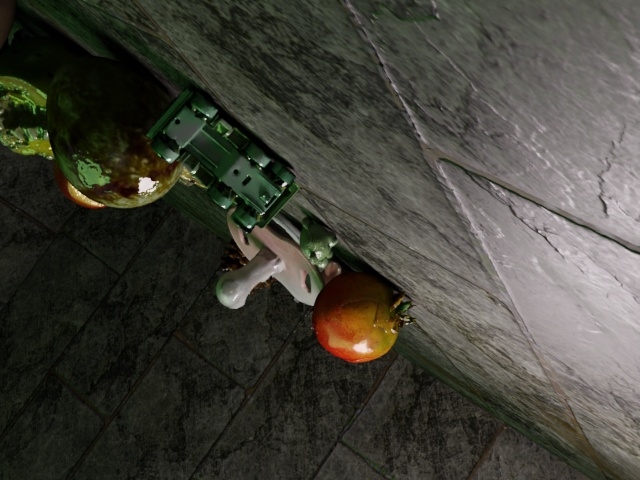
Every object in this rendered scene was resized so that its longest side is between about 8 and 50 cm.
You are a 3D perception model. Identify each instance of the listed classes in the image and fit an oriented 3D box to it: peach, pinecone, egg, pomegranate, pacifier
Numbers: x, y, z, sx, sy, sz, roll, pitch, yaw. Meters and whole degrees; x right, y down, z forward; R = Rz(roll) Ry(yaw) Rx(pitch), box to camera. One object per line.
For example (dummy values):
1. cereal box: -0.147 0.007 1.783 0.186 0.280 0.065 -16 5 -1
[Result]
1. peach: -0.509 -0.167 1.968 0.192 0.190 0.190 -2 147 45
2. pinecone: -0.196 0.058 2.463 0.185 0.212 0.168 48 169 -16
3. egg: -0.368 -0.195 1.539 0.238 0.238 0.289 27 151 50
4. pomegranate: -0.543 -0.293 1.793 0.340 0.261 0.260 4 165 11
5. pomegranate: 0.095 0.170 1.943 0.235 0.210 0.210 -14 151 18
6. pacifier: -0.125 0.050 2.081 0.332 0.273 0.220 37 -171 24

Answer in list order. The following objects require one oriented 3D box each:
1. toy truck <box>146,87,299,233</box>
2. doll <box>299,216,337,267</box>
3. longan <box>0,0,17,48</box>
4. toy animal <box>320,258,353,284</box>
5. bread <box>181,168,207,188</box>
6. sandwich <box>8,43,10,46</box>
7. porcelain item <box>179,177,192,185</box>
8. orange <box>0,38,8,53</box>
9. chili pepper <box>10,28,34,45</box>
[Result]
1. toy truck: -0.172 -0.140 1.450 0.259 0.128 0.135 39 -175 -31
2. doll: 0.000 0.000 1.810 0.150 0.077 0.115 12 -120 -82
3. longan: -0.640 -0.394 1.378 0.297 0.297 0.297 35 173 5
4. toy animal: 0.088 0.166 2.139 0.248 0.149 0.165 42 164 5
5. bread: -0.370 -0.194 2.106 0.226 0.049 0.088 25 -176 -36
6. sandwich: -0.812 -0.403 1.868 0.099 0.271 0.301 -22 113 44
7. porcelain item: -0.363 -0.181 2.316 0.084 0.054 0.213 39 173 -12
8. orange: -0.798 -0.454 1.736 0.335 0.262 0.196 51 154 -22
9. chili pepper: -0.707 -0.430 2.104 0.136 0.099 0.270 29 171 -22
